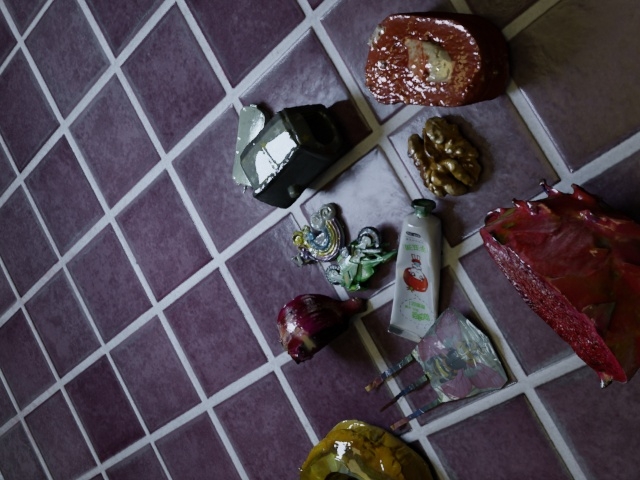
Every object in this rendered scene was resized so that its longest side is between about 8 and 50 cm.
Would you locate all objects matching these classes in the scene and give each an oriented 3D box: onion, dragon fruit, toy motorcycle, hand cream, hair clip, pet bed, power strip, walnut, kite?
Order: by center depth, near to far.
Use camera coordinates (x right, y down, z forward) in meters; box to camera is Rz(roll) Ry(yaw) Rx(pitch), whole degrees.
[{"bbox_3d":[0.470,0.053,1.456,0.249,0.386,0.371,-43,99,0],"label":"dragon fruit"},{"bbox_3d":[0.247,-0.166,1.722,0.143,0.069,0.170,-44,76,34],"label":"walnut"},{"bbox_3d":[0.212,0.073,1.819,0.121,0.076,0.335,18,118,33],"label":"hand cream"},{"bbox_3d":[0.245,0.296,1.864,0.360,0.022,0.204,-39,84,37],"label":"kite"},{"bbox_3d":[-0.054,-0.183,1.874,0.211,0.183,0.159,-40,74,37],"label":"pet bed"},{"bbox_3d":[0.089,0.054,1.898,0.106,0.074,0.190,46,124,8],"label":"toy motorcycle"},{"bbox_3d":[0.002,0.182,1.944,0.218,0.195,0.139,-35,76,2],"label":"onion"},{"bbox_3d":[0.000,0.000,1.972,0.116,0.049,0.172,47,117,3],"label":"hair clip"},{"bbox_3d":[-0.171,-0.223,2.052,0.080,0.029,0.226,22,113,30],"label":"power strip"}]

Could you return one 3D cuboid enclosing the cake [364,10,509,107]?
[{"bbox_3d":[0.224,-0.358,1.641,0.283,0.151,0.176,12,112,40],"label":"cake"}]

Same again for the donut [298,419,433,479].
[{"bbox_3d":[0.098,0.580,1.962,0.330,0.160,0.329,3,95,34],"label":"donut"}]
